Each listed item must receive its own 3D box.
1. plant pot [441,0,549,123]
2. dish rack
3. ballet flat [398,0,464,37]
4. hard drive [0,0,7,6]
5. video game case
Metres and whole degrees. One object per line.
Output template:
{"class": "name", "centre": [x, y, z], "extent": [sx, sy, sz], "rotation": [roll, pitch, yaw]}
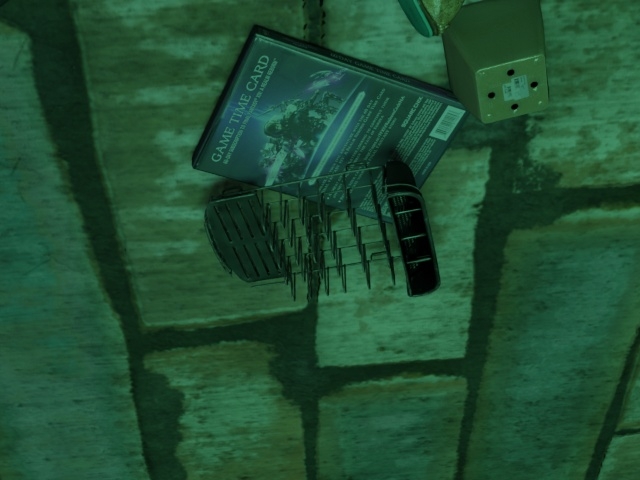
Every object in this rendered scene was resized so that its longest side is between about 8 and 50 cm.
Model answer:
{"class": "plant pot", "centre": [0.195, -0.189, 1.090], "extent": [0.109, 0.096, 0.109], "rotation": [-13, 134, 5]}
{"class": "dish rack", "centre": [0.000, 0.000, 1.231], "extent": [0.271, 0.074, 0.208], "rotation": [-9, 141, 8]}
{"class": "ballet flat", "centre": [0.086, -0.296, 1.006], "extent": [0.067, 0.073, 0.206], "rotation": [-43, 133, -5]}
{"class": "hard drive", "centre": [-0.313, -0.285, 0.972], "extent": [0.135, 0.022, 0.094], "rotation": [-32, 130, 20]}
{"class": "video game case", "centre": [0.013, -0.124, 1.175], "extent": [0.274, 0.026, 0.196], "rotation": [15, 129, -21]}
